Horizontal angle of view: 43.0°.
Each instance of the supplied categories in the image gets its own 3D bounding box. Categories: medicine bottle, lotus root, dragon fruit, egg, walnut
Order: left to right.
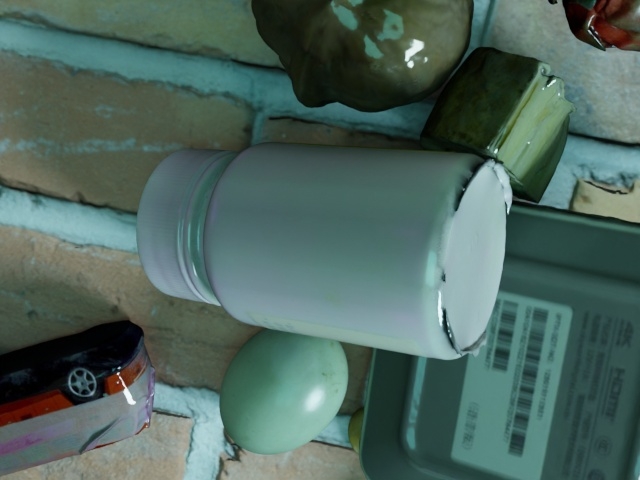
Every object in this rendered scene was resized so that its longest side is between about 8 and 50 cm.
[{"bbox_3d":[-0.049,0.190,1.046,0.149,0.149,0.192,39,101,-8],"label":"egg"},{"bbox_3d":[0.000,0.000,0.898,0.378,0.213,0.214,7,107,27],"label":"medicine bottle"},{"bbox_3d":[0.045,-0.255,0.878,0.248,0.248,0.248,1,105,2],"label":"walnut"},{"bbox_3d":[0.201,-0.130,0.924,0.138,0.235,0.119,23,89,24],"label":"lotus root"},{"bbox_3d":[0.344,-0.294,0.891,0.182,0.182,0.189,-39,60,11],"label":"dragon fruit"}]

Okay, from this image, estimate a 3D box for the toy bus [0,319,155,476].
[{"bbox_3d":[-0.364,0.213,1.079,0.302,0.127,0.147,-16,109,5],"label":"toy bus"}]

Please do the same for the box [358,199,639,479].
[{"bbox_3d":[0.254,0.157,0.962,0.396,0.111,0.396,11,101,25],"label":"box"}]

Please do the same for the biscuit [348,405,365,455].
[{"bbox_3d":[0.150,0.293,1.130,0.234,0.030,0.153,21,103,-4],"label":"biscuit"}]
